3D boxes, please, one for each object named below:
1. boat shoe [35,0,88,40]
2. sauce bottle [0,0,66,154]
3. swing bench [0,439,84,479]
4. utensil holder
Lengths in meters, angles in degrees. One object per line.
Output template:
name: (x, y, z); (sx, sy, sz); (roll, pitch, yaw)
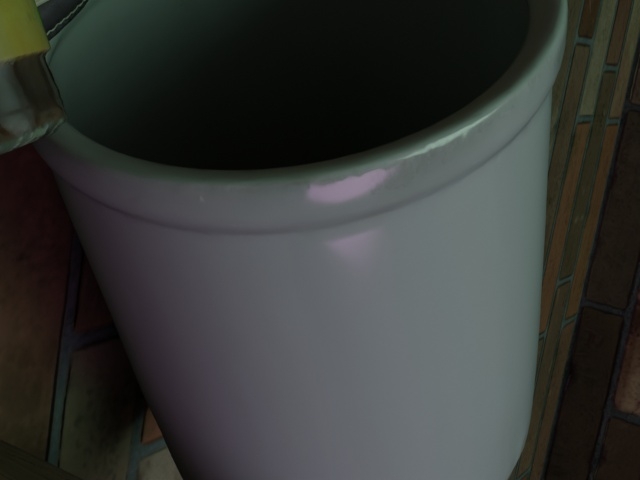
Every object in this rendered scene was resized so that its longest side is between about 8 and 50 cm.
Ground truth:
boat shoe: (-0.226, -0.075, 0.532); (0.285, 0.103, 0.092); (-46, 147, -36)
sauce bottle: (-0.201, -0.191, 0.406); (0.111, 0.111, 0.344); (-32, 111, -52)
swing bench: (-0.255, 0.174, 0.465); (0.253, 0.254, 0.165); (-41, 154, -44)
utensil holder: (0.000, 0.000, 0.745); (0.327, 0.327, 0.385); (-51, 147, -37)
